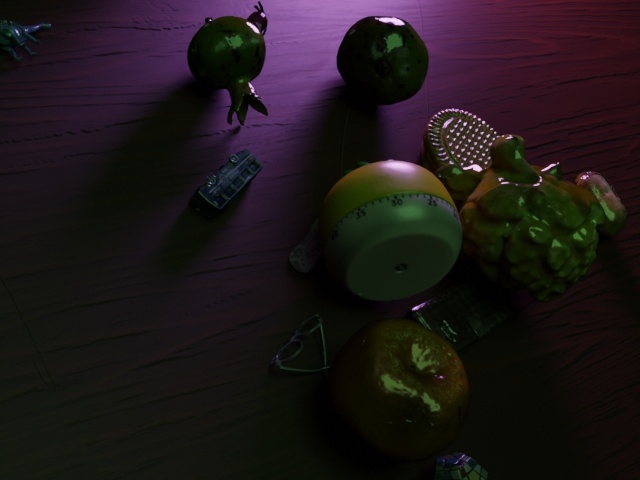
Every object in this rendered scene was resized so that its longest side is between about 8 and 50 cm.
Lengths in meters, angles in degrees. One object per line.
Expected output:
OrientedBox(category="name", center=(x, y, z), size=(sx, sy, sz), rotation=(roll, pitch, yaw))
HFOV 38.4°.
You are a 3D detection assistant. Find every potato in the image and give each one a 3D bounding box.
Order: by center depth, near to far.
OrientedBox(category="potato", center=(0.664, -0.088, 2.187), size=(0.107, 0.080, 0.171), rotation=(-18, 69, -31))

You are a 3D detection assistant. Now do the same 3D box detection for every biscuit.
OrientedBox(category="biscuit", center=(0.328, -0.173, 2.033), size=(0.259, 0.079, 0.259), rotation=(17, 52, -23))

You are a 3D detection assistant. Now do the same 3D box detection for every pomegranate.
OrientedBox(category="pomegranate", center=(-0.177, -0.333, 1.797), size=(0.156, 0.156, 0.220), rotation=(-20, 104, -39))
OrientedBox(category="pomegranate", center=(0.139, -0.399, 2.011), size=(0.202, 0.202, 0.248), rotation=(35, 18, -8))

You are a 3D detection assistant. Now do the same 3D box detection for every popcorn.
OrientedBox(category="popcorn", center=(0.398, -0.026, 1.837), size=(0.335, 0.274, 0.279), rotation=(20, 40, -23))

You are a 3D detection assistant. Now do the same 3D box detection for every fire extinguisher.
OrientedBox(category="fire extinguisher", center=(-0.149, -0.440, 1.933), size=(0.064, 0.043, 0.158), rotation=(59, 42, -27))

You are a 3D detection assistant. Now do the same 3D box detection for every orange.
OrientedBox(category="orange", center=(0.120, 0.262, 1.548), size=(0.248, 0.183, 0.249), rotation=(18, 44, -18))

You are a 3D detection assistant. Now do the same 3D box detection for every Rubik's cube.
OrientedBox(category="Rubik's cube", center=(0.236, 0.419, 1.577), size=(0.093, 0.111, 0.111), rotation=(9, 53, -57))

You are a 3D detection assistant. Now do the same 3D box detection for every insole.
OrientedBox(category="insole", center=(0.000, 0.000, 1.762), size=(0.065, 0.006, 0.193), rotation=(43, 48, -1))

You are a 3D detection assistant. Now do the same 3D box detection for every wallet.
OrientedBox(category="wallet", center=(0.279, 0.146, 1.817), size=(0.230, 0.042, 0.124), rotation=(-23, 69, -42))

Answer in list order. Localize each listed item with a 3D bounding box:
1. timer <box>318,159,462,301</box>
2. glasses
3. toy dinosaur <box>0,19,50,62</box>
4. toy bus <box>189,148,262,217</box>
OrientedBox(category="timer", center=(0.116, -0.053, 1.708), size=(0.285, 0.285, 0.285), rotation=(16, 53, -23))
OrientedBox(category="glasses", center=(-0.013, 0.207, 1.605), size=(0.104, 0.062, 0.140), rotation=(56, 45, -19))
OrientedBox(category="toy dinosaur", center=(-0.550, -0.357, 1.627), size=(0.080, 0.045, 0.197), rotation=(41, 39, 15))
OrientedBox(category="toy bus", center=(-0.172, -0.107, 1.697), size=(0.065, 0.047, 0.166), rotation=(44, 47, -5))
